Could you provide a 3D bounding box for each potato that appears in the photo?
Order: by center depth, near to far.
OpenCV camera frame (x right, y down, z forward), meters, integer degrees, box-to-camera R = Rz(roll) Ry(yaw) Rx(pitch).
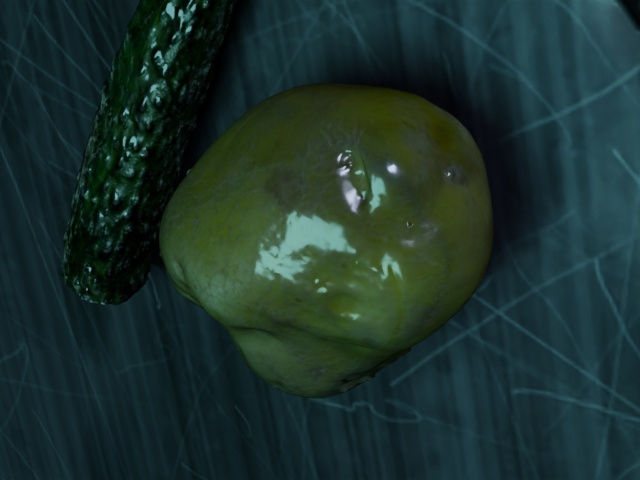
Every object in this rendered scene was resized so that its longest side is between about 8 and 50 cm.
[{"bbox_3d":[0.002,-0.003,0.836,0.154,0.137,0.200,35,138,-21],"label":"potato"}]

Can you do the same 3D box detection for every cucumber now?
[{"bbox_3d":[-0.103,-0.082,0.923,0.067,0.067,0.294,37,130,18],"label":"cucumber"}]
